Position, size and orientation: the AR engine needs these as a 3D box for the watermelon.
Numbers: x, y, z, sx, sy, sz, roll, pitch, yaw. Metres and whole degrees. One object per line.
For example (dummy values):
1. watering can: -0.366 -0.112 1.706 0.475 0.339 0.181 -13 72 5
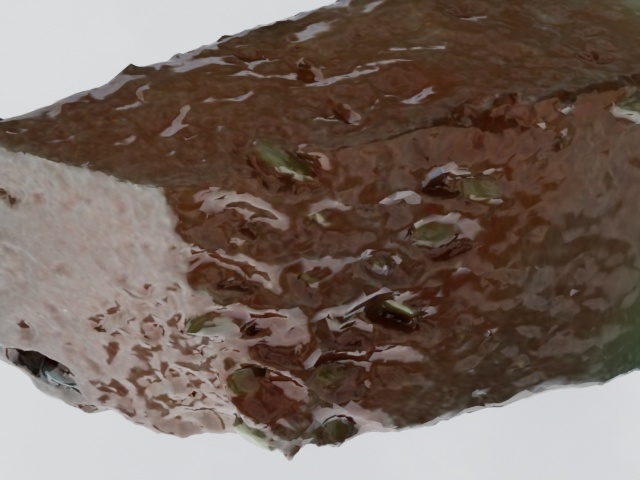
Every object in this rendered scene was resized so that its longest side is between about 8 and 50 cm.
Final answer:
1. watermelon: 0.000 0.000 0.500 0.256 0.193 0.140 -8 -142 -35
